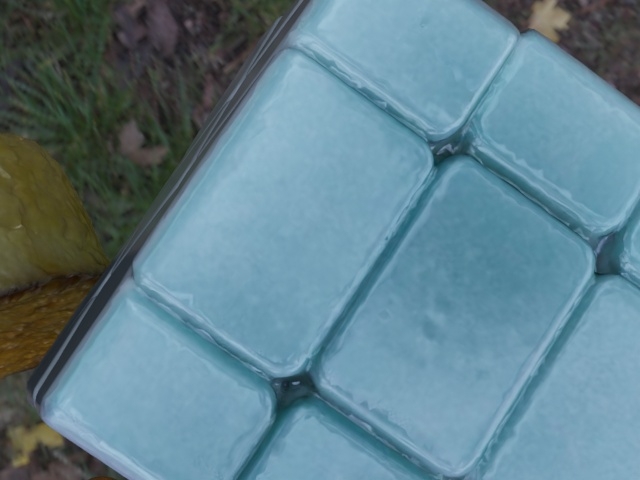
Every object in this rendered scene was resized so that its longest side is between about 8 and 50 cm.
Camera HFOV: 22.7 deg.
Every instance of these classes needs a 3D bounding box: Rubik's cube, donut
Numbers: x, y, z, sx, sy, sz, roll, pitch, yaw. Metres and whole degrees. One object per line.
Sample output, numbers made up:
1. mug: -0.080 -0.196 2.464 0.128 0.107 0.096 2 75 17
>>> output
1. Rubik's cube: 0.036 0.054 0.967 0.316 0.319 0.322 34 80 -7
2. donut: -0.338 0.028 1.191 0.377 0.163 0.435 -22 171 25

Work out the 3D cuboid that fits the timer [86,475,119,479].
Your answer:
1. timer: -0.253 0.343 1.683 0.152 0.132 0.132 -38 136 -44
